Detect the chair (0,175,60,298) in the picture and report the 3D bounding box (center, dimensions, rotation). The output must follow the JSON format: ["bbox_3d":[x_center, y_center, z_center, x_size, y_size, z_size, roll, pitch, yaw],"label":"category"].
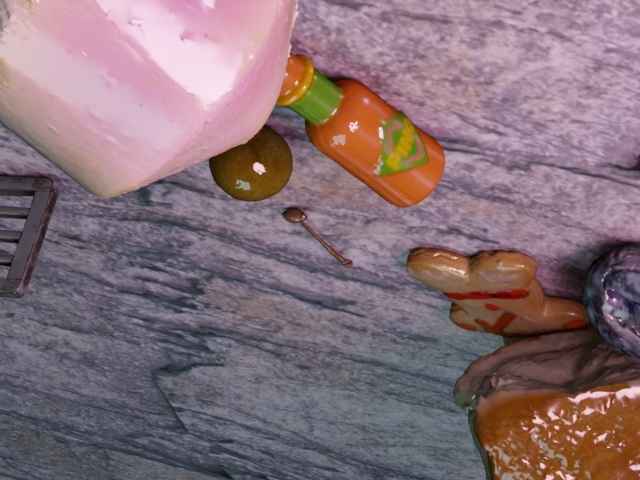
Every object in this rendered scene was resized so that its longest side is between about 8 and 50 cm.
[{"bbox_3d":[-0.424,-0.031,1.758,0.270,0.136,0.147,1,155,34],"label":"chair"}]

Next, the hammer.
[{"bbox_3d":[0.000,0.000,1.723,0.029,0.014,0.123,10,160,35],"label":"hammer"}]

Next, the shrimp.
[{"bbox_3d":[0.370,0.077,1.459,0.372,0.172,0.137,2,113,44],"label":"shrimp"}]

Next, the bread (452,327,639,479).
[{"bbox_3d":[0.269,0.218,1.686,0.250,0.225,0.279,-11,113,5],"label":"bread"}]

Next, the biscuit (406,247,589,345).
[{"bbox_3d":[0.193,0.070,1.745,0.153,0.030,0.234,2,154,32],"label":"biscuit"}]

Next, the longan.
[{"bbox_3d":[-0.061,-0.071,1.538,0.075,0.075,0.083,16,-161,-1],"label":"longan"}]

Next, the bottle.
[{"bbox_3d":[0.022,-0.095,1.418,0.069,0.069,0.187,-9,148,44],"label":"bottle"}]

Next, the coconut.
[{"bbox_3d":[-0.132,-0.155,1.207,0.245,0.233,0.233,38,149,-29],"label":"coconut"}]
